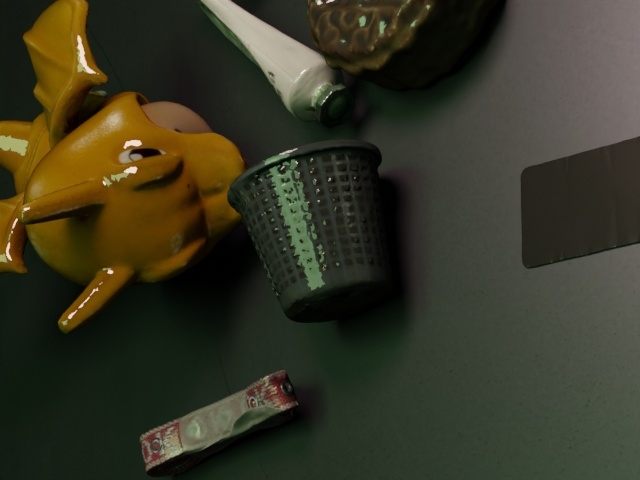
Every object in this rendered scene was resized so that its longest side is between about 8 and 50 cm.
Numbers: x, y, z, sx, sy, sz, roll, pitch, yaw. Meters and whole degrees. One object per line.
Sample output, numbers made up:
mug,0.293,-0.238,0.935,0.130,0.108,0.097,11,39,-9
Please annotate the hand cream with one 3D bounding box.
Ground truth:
hand cream,-0.075,-0.233,2.155,0.076,0.121,0.336,-44,50,-4

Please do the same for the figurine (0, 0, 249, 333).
figurine,-0.287,-0.049,2.166,0.401,0.268,0.387,-54,33,-3

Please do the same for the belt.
belt,-0.109,0.205,2.049,0.232,0.071,0.053,-29,63,34

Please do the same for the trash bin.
trash bin,0.000,0.000,1.975,0.175,0.175,0.161,-26,69,32

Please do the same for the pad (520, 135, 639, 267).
pad,0.268,-0.039,1.850,0.157,0.003,0.112,-15,65,38

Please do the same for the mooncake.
mooncake,0.081,-0.282,2.027,0.228,0.124,0.228,-16,65,38
